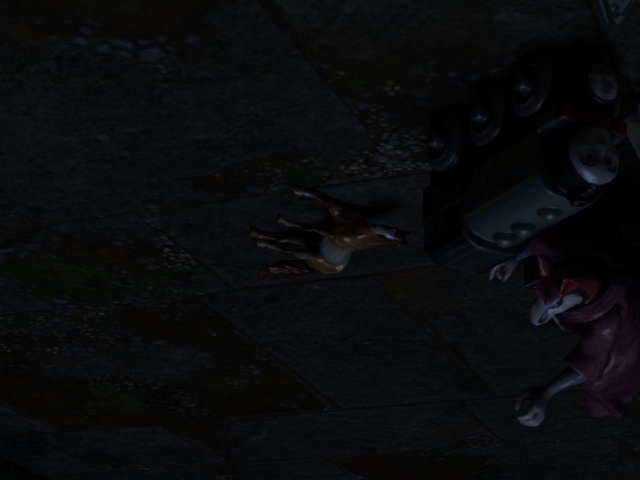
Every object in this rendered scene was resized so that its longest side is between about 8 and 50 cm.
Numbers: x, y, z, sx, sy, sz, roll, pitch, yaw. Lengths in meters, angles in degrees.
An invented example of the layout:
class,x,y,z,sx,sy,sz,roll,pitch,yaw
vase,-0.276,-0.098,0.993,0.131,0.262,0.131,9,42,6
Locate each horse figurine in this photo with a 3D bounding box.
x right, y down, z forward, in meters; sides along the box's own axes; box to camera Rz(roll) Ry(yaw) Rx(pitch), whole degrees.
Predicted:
class,x,y,z,sx,sy,sz,roll,pitch,yaw
horse figurine,0.000,0.000,2.201,0.174,0.066,0.263,18,151,-19

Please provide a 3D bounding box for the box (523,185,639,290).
class,x,y,z,sx,sy,sz,roll,pitch,yaw
box,0.447,0.030,2.172,0.261,0.103,0.184,19,148,-33

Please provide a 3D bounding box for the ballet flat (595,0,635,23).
class,x,y,z,sx,sy,sz,roll,pitch,yaw
ballet flat,0.284,-0.289,1.501,0.079,0.077,0.221,-28,147,17

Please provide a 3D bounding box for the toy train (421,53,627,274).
class,x,y,z,sx,sy,sz,roll,pitch,yaw
toy train,0.240,-0.087,1.810,0.142,0.190,0.334,15,154,-27

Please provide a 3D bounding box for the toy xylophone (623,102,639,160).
class,x,y,z,sx,sy,sz,roll,pitch,yaw
toy xylophone,0.443,-0.131,1.666,0.081,0.236,0.323,-22,157,-10

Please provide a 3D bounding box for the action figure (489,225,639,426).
class,x,y,z,sx,sy,sz,roll,pitch,yaw
action figure,0.364,0.097,1.886,0.275,0.248,0.370,-18,156,16

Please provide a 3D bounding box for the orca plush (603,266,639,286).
class,x,y,z,sx,sy,sz,roll,pitch,yaw
orca plush,0.439,-0.009,1.832,0.287,0.102,0.151,-21,156,-33
